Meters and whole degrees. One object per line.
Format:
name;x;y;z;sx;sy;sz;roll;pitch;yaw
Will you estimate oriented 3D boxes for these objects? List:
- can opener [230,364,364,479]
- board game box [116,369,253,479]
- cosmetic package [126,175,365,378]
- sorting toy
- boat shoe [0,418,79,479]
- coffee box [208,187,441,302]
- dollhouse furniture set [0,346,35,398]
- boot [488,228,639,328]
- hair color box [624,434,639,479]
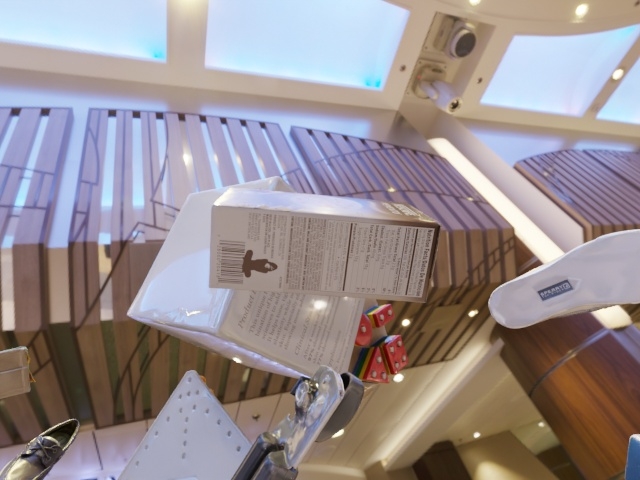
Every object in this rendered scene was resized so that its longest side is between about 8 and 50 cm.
can opener;-0.042;0.287;0.502;0.095;0.076;0.283;33;-91;-24
board game box;-0.261;0.533;0.797;0.390;0.390;0.050;-58;-40;-3
cosmetic package;-0.135;0.110;0.942;0.327;0.329;0.393;-2;-31;40
sorting toy;0.145;0.307;1.183;0.089;0.257;0.255;-17;-1;41
boat shoe;-0.592;0.451;0.858;0.080;0.223;0.073;32;-92;-4
coffee box;0.000;0.000;0.499;0.246;0.141;0.098;4;-75;-6
dollhouse furniture set;-0.522;0.204;0.603;0.151;0.058;0.076;-7;-79;-35
boot;0.278;0.039;0.423;0.086;0.069;0.190;-6;-17;-44
hair color box;0.356;0.180;0.169;0.347;0.174;0.105;4;-89;-2
